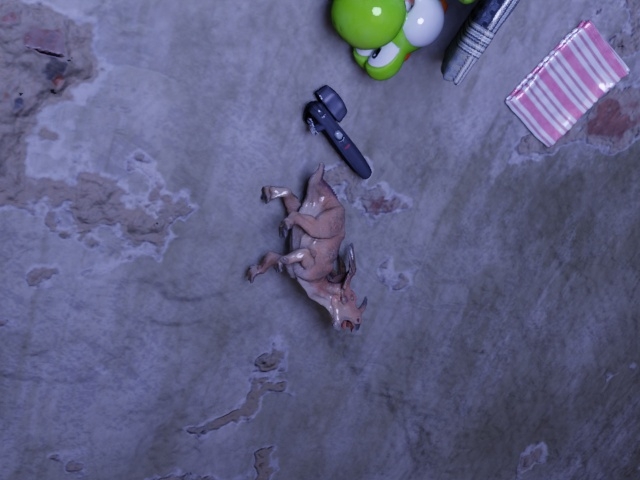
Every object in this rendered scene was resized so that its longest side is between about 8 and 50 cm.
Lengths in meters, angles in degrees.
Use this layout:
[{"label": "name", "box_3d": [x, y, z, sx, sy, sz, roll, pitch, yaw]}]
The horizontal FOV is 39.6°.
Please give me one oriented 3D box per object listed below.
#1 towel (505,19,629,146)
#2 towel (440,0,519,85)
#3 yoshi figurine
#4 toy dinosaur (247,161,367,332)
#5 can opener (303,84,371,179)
[{"label": "towel", "box_3d": [0.430, -0.269, 1.551, 0.197, 0.029, 0.144, -46, 124, 12]}, {"label": "towel", "box_3d": [0.277, -0.368, 1.271, 0.056, 0.324, 0.312, 32, 109, -2]}, {"label": "yoshi figurine", "box_3d": [0.143, -0.398, 1.277, 0.203, 0.203, 0.362, 28, 112, -15]}, {"label": "toy dinosaur", "box_3d": [0.000, 0.000, 1.517, 0.200, 0.127, 0.296, 0, 109, -29]}, {"label": "can opener", "box_3d": [0.034, -0.165, 1.454, 0.073, 0.059, 0.186, -34, 126, 3]}]
